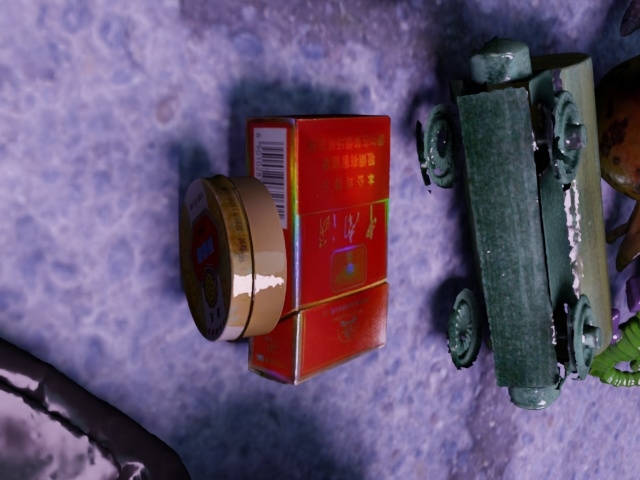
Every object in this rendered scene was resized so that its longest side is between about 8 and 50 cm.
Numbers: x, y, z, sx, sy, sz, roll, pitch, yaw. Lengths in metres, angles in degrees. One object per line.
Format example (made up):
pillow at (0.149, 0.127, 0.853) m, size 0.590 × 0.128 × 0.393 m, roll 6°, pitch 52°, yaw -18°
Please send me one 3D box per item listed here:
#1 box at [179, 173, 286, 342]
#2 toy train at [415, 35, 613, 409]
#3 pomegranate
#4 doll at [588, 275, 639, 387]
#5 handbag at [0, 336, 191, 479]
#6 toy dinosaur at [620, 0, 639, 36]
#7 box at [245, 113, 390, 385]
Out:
box at (-0.056, 0.011, 0.507) m, size 0.037 × 0.105 × 0.106 m, roll -5°, pitch 102°, yaw -26°
toy train at (0.168, -0.019, 0.675) m, size 0.189 × 0.126 × 0.307 m, roll -44°, pitch 127°, yaw -59°
pomegranate at (0.304, -0.069, 0.730) m, size 0.156 × 0.156 × 0.220 m, roll -3°, pitch 117°, yaw -35°
doll at (0.314, 0.087, 0.768) m, size 0.115 × 0.190 × 0.050 m, roll 16°, pitch 51°, yaw -7°
handbag at (-0.221, 0.171, 0.443) m, size 0.223 × 0.080 × 0.247 m, roll 42°, pitch 76°, yaw -26°
toy dinosaur at (0.377, -0.286, 0.787) m, size 0.162 × 0.077 × 0.294 m, roll 37°, pitch 62°, yaw -30°
box at (0.001, 0.000, 0.564) m, size 0.112 × 0.048 × 0.175 m, roll -14°, pitch 108°, yaw -52°
